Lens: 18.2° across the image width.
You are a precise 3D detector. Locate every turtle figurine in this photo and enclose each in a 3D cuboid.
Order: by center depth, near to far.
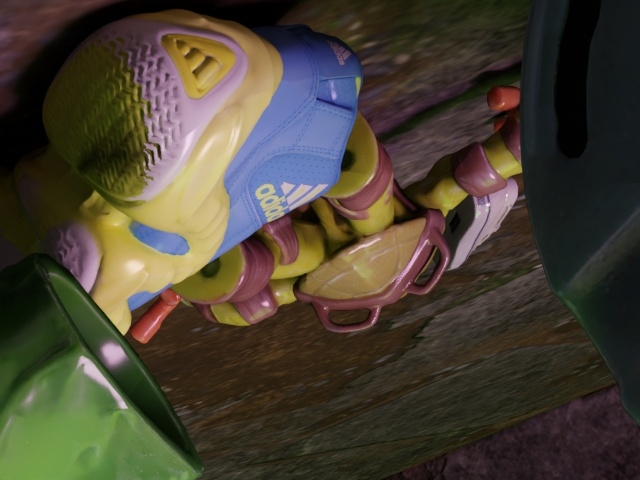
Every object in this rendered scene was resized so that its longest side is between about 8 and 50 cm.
[{"bbox_3d":[0.000,0.000,0.897,0.269,0.087,0.217,-24,168,17],"label":"turtle figurine"}]

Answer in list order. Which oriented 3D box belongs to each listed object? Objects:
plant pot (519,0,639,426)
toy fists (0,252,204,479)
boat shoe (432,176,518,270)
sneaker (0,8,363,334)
[{"bbox_3d":[0.265,-0.039,0.660,0.334,0.341,0.341,4,155,-43],"label":"plant pot"},{"bbox_3d":[-0.155,0.033,0.601,0.142,0.096,0.279,-34,141,1],"label":"toy fists"},{"bbox_3d":[0.086,-0.012,1.119,0.035,0.035,0.100,-13,160,-17],"label":"boat shoe"},{"bbox_3d":[-0.062,-0.008,0.754,0.126,0.091,0.240,-12,165,-35],"label":"sneaker"}]
